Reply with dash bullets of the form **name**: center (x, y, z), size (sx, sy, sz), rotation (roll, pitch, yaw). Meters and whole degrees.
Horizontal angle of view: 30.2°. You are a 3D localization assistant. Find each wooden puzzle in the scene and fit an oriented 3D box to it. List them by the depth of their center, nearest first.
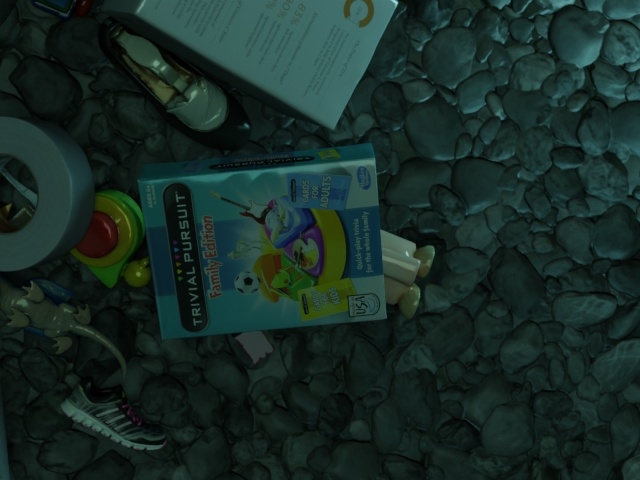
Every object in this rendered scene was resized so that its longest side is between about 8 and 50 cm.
- **wooden puzzle**: center (-0.446, -0.009, 1.799), size (0.079, 0.014, 0.116), rotation (-37, 98, -1)

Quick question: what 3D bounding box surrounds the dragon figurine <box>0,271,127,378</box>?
- **dragon figurine**: center (-0.412, 0.106, 1.773), size (0.289, 0.144, 0.085), rotation (28, 87, -29)

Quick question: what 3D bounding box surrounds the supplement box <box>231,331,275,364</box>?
- **supplement box**: center (-0.105, 0.153, 1.825), size (0.043, 0.083, 0.055), rotation (-35, 99, -5)

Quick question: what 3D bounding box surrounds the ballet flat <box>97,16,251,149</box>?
- **ballet flat**: center (-0.220, -0.231, 1.777), size (0.280, 0.096, 0.095), rotation (37, 87, -9)

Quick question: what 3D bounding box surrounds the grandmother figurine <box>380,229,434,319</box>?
- **grandmother figurine**: center (0.000, 0.000, 1.827), size (0.343, 0.104, 0.207), rotation (18, 82, -12)

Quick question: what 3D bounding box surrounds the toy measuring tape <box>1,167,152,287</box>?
- **toy measuring tape**: center (-0.363, -0.062, 1.761), size (0.121, 0.121, 0.330), rotation (-45, 91, -4)

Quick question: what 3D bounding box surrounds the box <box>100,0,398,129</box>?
- **box**: center (-0.100, -0.336, 1.700), size (0.345, 0.168, 0.215), rotation (28, 89, -30)

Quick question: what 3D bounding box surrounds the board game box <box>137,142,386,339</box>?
- **board game box**: center (-0.080, 0.003, 1.736), size (0.336, 0.079, 0.253), rotation (-6, 112, 0)

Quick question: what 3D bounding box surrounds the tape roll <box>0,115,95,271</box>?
- **tape roll**: center (-0.434, -0.067, 1.694), size (0.219, 0.072, 0.219), rotation (2, 95, 18)

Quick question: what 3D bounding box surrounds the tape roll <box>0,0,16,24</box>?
- **tape roll**: center (-0.552, -0.400, 1.678), size (0.246, 0.169, 0.246), rotation (0, 93, -9)

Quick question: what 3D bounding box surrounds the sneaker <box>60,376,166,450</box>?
- **sneaker**: center (-0.307, 0.261, 1.810), size (0.170, 0.063, 0.074), rotation (26, 95, -5)

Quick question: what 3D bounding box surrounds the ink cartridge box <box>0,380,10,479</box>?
- **ink cartridge box**: center (-0.611, 0.264, 1.685), size (0.306, 0.131, 0.226), rotation (-10, 61, -6)

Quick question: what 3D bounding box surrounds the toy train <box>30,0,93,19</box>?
- **toy train**: center (-0.347, -0.449, 1.720), size (0.105, 0.143, 0.248), rotation (23, 90, -10)
